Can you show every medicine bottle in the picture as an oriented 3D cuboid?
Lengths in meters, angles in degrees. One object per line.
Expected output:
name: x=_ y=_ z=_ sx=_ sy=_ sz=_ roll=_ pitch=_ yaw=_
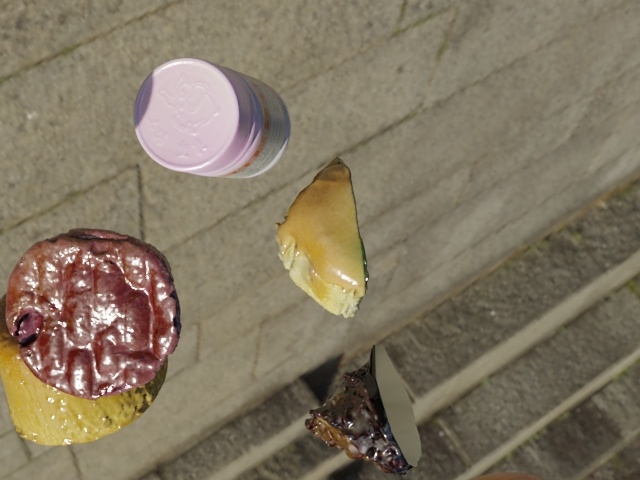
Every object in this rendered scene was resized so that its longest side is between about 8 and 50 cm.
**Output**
medicine bottle: x=-0.190 y=-0.218 z=1.883 sx=0.202 sy=0.202 sz=0.316 roll=-41 pitch=172 yaw=13

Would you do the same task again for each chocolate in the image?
chocolate: x=0.060 y=0.327 z=1.805 sx=0.177 sy=0.224 sz=0.206 roll=-21 pitch=-151 yaw=15

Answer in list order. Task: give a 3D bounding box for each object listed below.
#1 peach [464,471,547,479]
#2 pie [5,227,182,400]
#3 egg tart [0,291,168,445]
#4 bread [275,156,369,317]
peach: x=0.244 y=0.466 z=1.382 sx=0.308 sy=0.289 sz=0.289 roll=-50 pitch=163 yaw=-7
pie: x=-0.183 y=0.059 z=0.833 sx=0.153 sy=0.153 sz=0.038 roll=-42 pitch=-176 yaw=14
egg tart: x=-0.292 y=0.120 z=1.195 sx=0.202 sy=0.202 sz=0.147 roll=-30 pitch=133 yaw=-18
bread: x=-0.008 y=-0.005 z=1.671 sx=0.132 sy=0.252 sz=0.174 roll=-4 pitch=156 yaw=-7
